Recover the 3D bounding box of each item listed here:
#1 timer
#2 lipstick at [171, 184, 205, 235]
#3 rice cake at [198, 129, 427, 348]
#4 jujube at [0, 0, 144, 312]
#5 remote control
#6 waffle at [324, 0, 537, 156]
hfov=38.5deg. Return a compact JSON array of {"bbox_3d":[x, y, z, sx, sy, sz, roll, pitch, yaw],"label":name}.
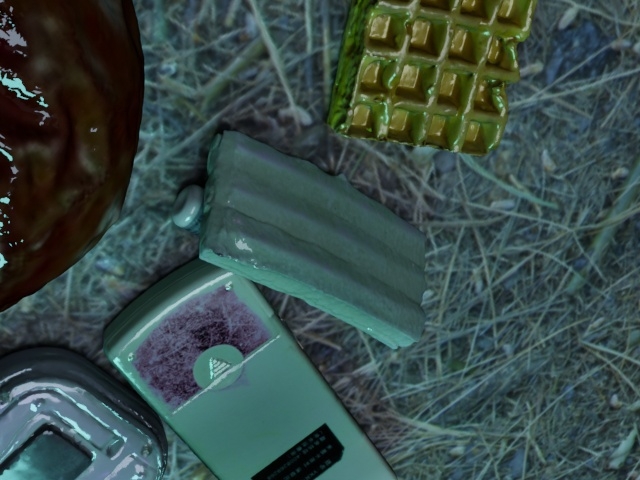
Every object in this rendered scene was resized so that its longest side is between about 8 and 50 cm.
[{"bbox_3d":[-0.249,0.205,0.806,0.208,0.069,0.191,-45,119,3],"label":"timer"},{"bbox_3d":[-0.063,-0.004,0.801,0.141,0.040,0.040,28,100,-31],"label":"lipstick"},{"bbox_3d":[0.000,0.000,0.796,0.237,0.127,0.043,25,147,-32],"label":"rice cake"},{"bbox_3d":[-0.263,-0.136,0.530,0.276,0.276,0.377,-37,118,-3],"label":"jujube"},{"bbox_3d":[-0.057,0.166,0.876,0.145,0.050,0.344,-35,121,-4],"label":"remote control"},{"bbox_3d":[0.104,-0.184,0.779,0.160,0.055,0.211,6,110,-24],"label":"waffle"}]
